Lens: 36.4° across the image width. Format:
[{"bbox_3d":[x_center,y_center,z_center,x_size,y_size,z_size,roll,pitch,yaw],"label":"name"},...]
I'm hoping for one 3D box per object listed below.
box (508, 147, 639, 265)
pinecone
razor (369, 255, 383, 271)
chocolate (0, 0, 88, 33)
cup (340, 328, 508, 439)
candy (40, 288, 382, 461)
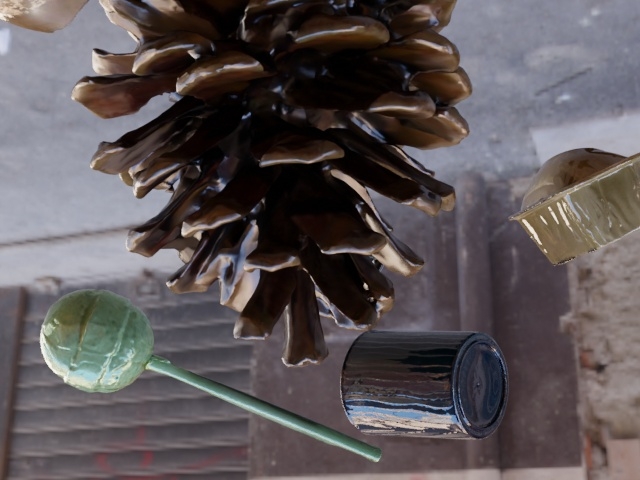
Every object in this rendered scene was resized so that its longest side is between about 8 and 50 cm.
[{"bbox_3d":[0.259,-0.039,0.974,0.111,0.111,0.177,3,169,-9],"label":"box"},{"bbox_3d":[-0.039,-0.074,0.845,0.385,0.384,0.384,0,160,0],"label":"pinecone"},{"bbox_3d":[0.000,0.000,1.289,0.042,0.081,0.253,30,180,-36],"label":"razor"},{"bbox_3d":[-0.221,-0.261,0.623,0.080,0.253,0.157,-7,151,-50],"label":"chocolate"},{"bbox_3d":[0.121,0.149,1.019,0.138,0.113,0.150,-5,174,41],"label":"cup"},{"bbox_3d":[-0.120,0.178,1.163,0.440,0.119,0.119,25,154,-12],"label":"candy"}]
